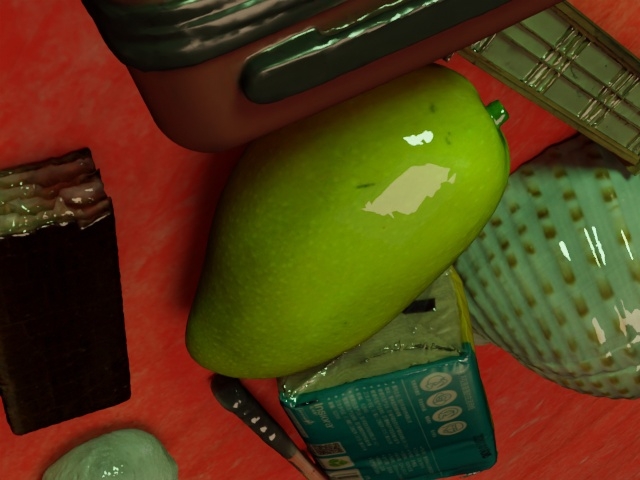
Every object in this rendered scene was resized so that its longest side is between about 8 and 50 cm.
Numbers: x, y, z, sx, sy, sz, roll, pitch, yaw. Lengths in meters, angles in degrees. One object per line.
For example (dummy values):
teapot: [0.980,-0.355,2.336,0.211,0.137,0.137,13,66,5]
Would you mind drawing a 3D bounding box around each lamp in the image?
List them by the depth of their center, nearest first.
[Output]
lamp: [0.194,-0.149,0.720,0.325,0.090,0.089,17,122,-43]

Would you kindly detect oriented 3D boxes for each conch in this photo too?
conch: [0.299,0.050,0.921,0.319,0.215,0.303,-31,132,-3]

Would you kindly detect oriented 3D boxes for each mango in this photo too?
mango: [0.000,0.000,0.698,0.192,0.156,0.343,18,127,-34]

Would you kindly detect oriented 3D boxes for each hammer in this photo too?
hammer: [-0.038,0.230,0.983,0.033,0.111,0.288,-35,134,-1]

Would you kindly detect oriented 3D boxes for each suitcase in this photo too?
suitcase: [0.011,-0.195,0.423,0.297,0.236,0.161,-25,142,-8]

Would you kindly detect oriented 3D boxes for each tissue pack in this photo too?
tissue pack: [0.069,0.146,0.904,0.192,0.134,0.271,-15,143,5]

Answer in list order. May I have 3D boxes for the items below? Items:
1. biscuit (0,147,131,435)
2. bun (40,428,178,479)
biscuit: [-0.208,0.045,0.674,0.106,0.070,0.252,-16,140,-21]
bun: [-0.211,0.258,0.896,0.141,0.083,0.141,-20,144,-16]
